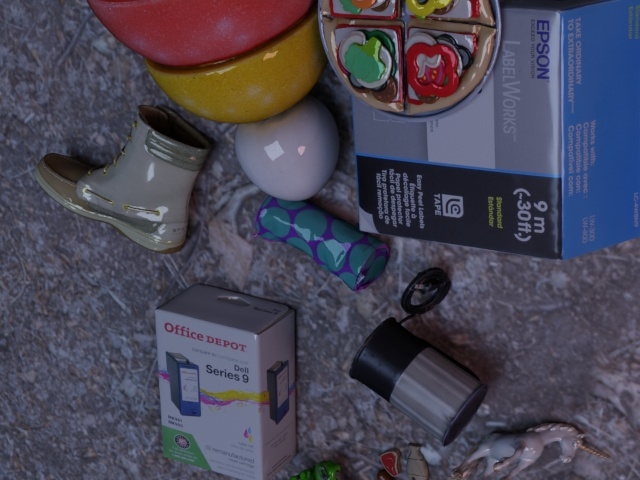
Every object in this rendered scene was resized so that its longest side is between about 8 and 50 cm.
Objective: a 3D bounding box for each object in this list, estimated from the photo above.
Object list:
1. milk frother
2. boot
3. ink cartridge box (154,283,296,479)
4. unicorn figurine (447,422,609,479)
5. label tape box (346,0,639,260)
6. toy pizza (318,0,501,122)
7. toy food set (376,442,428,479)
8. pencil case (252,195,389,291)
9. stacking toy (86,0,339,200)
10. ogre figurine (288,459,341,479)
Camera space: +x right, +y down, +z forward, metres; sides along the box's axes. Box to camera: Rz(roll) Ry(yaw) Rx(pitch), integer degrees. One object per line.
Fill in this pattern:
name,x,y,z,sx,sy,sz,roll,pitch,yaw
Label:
milk frother,0.129,0.125,1.563,0.135,0.129,0.143,35,130,18
boot,-0.241,-0.097,1.721,0.213,0.077,0.165,28,122,12
ink cartridge box,-0.116,0.177,1.752,0.154,0.093,0.212,12,114,27
unicorn figurine,0.220,0.240,1.584,0.162,0.111,0.060,5,123,45
label tape box,0.201,-0.118,1.393,0.348,0.115,0.249,10,113,33
toy pizza,0.078,-0.210,1.354,0.201,0.032,0.201,12,112,30
toy food set,0.098,0.305,1.723,0.078,0.019,0.122,-4,108,32
pencil case,0.000,0.000,1.626,0.152,0.064,0.070,31,106,17
stacking toy,-0.103,-0.242,1.483,0.350,0.350,0.480,1,127,30
ogre figurine,-0.025,0.362,1.780,0.197,0.097,0.118,-32,74,21
